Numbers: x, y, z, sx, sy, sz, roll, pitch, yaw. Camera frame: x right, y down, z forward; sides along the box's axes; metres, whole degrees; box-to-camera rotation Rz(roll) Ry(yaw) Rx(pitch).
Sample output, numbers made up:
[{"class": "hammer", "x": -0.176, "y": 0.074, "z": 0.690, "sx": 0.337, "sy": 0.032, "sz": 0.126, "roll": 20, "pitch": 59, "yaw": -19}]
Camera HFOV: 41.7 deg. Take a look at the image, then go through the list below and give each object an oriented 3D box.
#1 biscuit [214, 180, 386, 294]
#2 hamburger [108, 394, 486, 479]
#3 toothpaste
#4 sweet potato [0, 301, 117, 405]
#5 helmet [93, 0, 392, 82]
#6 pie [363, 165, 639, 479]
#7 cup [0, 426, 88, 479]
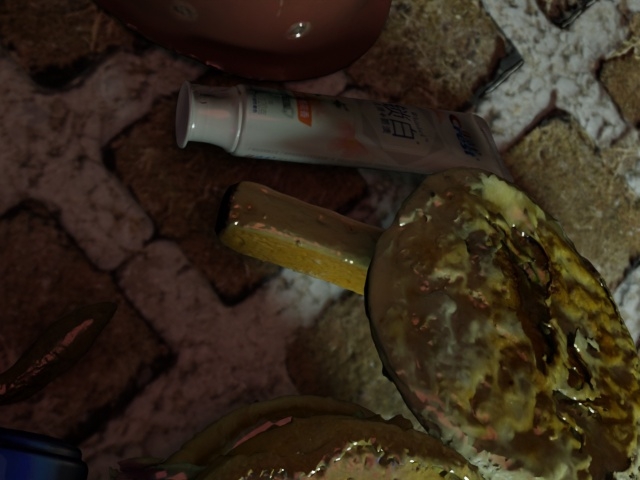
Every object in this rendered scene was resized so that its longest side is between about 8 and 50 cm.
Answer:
[{"class": "biscuit", "x": 0.000, "y": 0.000, "z": 0.760, "sx": 0.188, "sy": 0.052, "sz": 0.056, "roll": 21, "pitch": 55, "yaw": -15}, {"class": "hamburger", "x": -0.007, "y": 0.254, "z": 0.607, "sx": 0.318, "sy": 0.195, "sz": 0.276, "roll": 2, "pitch": 82, "yaw": -14}, {"class": "toothpaste", "x": 0.030, "y": -0.101, "z": 0.788, "sx": 0.323, "sy": 0.066, "sz": 0.100, "roll": 3, "pitch": 47, "yaw": -22}, {"class": "sweet potato", "x": -0.225, "y": 0.096, "z": 0.663, "sx": 0.153, "sy": 0.038, "sz": 0.041, "roll": -31, "pitch": 68, "yaw": -15}, {"class": "helmet", "x": -0.059, "y": -0.346, "z": 0.724, "sx": 0.385, "sy": 0.230, "sz": 0.337, "roll": 48, "pitch": 66, "yaw": -3}, {"class": "pie", "x": 0.182, "y": 0.086, "z": 0.738, "sx": 0.339, "sy": 0.077, "sz": 0.339, "roll": 21, "pitch": 50, "yaw": -28}, {"class": "cup", "x": -0.296, "y": 0.237, "z": 0.529, "sx": 0.255, "sy": 0.178, "sz": 0.256, "roll": 15, "pitch": 71, "yaw": -18}]
